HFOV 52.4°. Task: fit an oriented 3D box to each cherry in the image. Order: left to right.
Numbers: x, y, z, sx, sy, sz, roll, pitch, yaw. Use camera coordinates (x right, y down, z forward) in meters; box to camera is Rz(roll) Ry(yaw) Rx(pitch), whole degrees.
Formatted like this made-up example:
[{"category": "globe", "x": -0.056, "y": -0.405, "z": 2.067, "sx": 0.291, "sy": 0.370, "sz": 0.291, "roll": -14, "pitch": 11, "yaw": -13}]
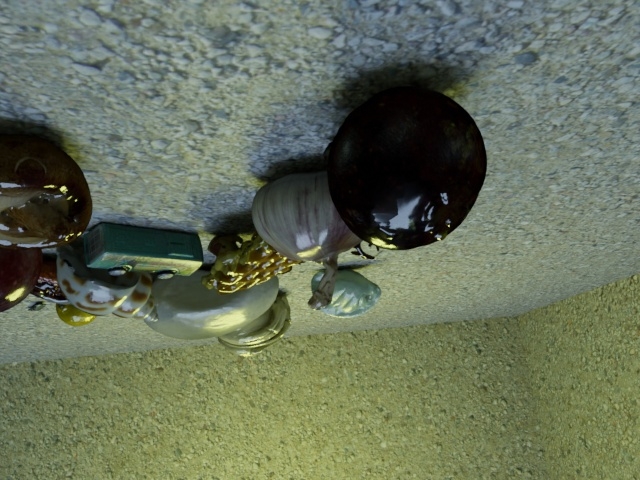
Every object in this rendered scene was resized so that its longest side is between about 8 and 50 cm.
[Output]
[{"category": "cherry", "x": -0.595, "y": 0.029, "z": 1.112, "sx": 0.230, "sy": 0.203, "sz": 0.300, "roll": -6, "pitch": 179, "yaw": -8}]

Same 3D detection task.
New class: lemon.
[{"category": "lemon", "x": -0.687, "y": 0.188, "z": 1.838, "sx": 0.109, "sy": 0.109, "sz": 0.133, "roll": -12, "pitch": 169, "yaw": 18}]

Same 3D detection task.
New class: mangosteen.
[{"category": "mangosteen", "x": 0.095, "y": -0.113, "z": 0.935, "sx": 0.231, "sy": 0.231, "sz": 0.289, "roll": 7, "pitch": -161, "yaw": -42}]

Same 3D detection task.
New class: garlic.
[{"category": "garlic", "x": 0.000, "y": 0.000, "z": 1.179, "sx": 0.245, "sy": 0.253, "sz": 0.245, "roll": -2, "pitch": 173, "yaw": 0}]

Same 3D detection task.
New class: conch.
[{"category": "conch", "x": -0.477, "y": 0.103, "z": 1.473, "sx": 0.275, "sy": 0.182, "sz": 0.148, "roll": 21, "pitch": 118, "yaw": -26}]

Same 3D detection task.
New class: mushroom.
[{"category": "mushroom", "x": -0.441, "y": -0.075, "z": 0.943, "sx": 0.194, "sy": 0.138, "sz": 0.231, "roll": 7, "pitch": 153, "yaw": -1}]

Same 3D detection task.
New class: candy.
[{"category": "candy", "x": -0.328, "y": 0.190, "z": 1.888, "sx": 0.386, "sy": 0.186, "sz": 0.427, "roll": -5, "pitch": 169, "yaw": -23}]

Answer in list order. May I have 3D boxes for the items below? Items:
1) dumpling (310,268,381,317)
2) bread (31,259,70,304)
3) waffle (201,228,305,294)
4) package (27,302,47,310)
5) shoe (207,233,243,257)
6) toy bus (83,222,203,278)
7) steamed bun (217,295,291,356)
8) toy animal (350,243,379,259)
[{"category": "dumpling", "x": 0.076, "y": 0.154, "z": 2.014, "sx": 0.219, "sy": 0.108, "sz": 0.152, "roll": 17, "pitch": 128, "yaw": 1}, {"category": "bread", "x": -0.643, "y": 0.083, "z": 1.522, "sx": 0.139, "sy": 0.095, "sz": 0.269, "roll": -19, "pitch": 147, "yaw": 32}, {"category": "waffle", "x": -0.111, "y": 0.033, "z": 1.453, "sx": 0.325, "sy": 0.068, "sz": 0.302, "roll": -26, "pitch": 168, "yaw": -14}, {"category": "package", "x": -0.869, "y": 0.205, "z": 1.999, "sx": 0.037, "sy": 0.015, "sz": 0.110, "roll": -3, "pitch": 167, "yaw": -36}, {"category": "shoe", "x": -0.209, "y": 0.019, "z": 1.496, "sx": 0.069, "sy": 0.072, "sz": 0.109, "roll": 30, "pitch": 167, "yaw": 14}, {"category": "toy bus", "x": -0.376, "y": 0.024, "z": 1.409, "sx": 0.262, "sy": 0.091, "sz": 0.109, "roll": 6, "pitch": 154, "yaw": -45}, {"category": "steamed bun", "x": -0.238, "y": 0.293, "z": 2.248, "sx": 0.276, "sy": 0.203, "sz": 0.289, "roll": -6, "pitch": 165, "yaw": -1}, {"category": "toy animal", "x": 0.125, "y": -0.051, "z": 1.403, "sx": 0.260, "sy": 0.087, "sz": 0.243, "roll": -17, "pitch": 149, "yaw": 37}]
